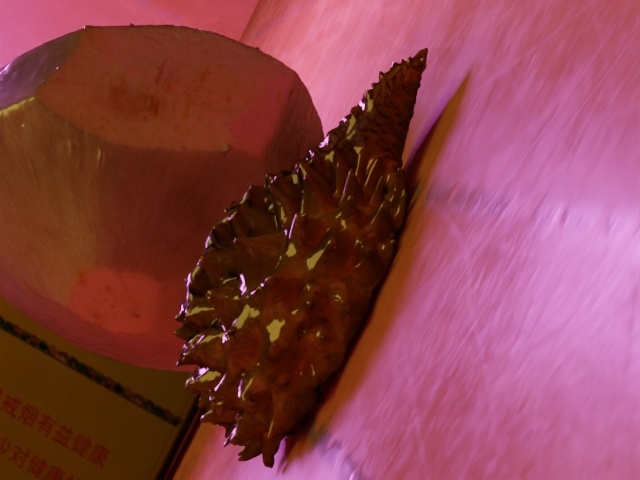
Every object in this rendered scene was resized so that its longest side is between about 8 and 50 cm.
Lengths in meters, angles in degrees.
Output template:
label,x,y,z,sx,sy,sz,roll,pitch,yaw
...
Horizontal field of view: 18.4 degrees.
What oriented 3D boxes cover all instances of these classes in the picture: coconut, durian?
label,x,y,z,sx,sy,sz,roll,pitch,yaw
coconut,-0.109,-0.023,1.193,0.237,0.237,0.197,-75,8,-55
durian,-0.011,-0.004,0.970,0.140,0.078,0.224,150,144,-77

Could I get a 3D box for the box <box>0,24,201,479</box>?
label,x,y,z,sx,sy,sz,roll,pitch,yaw
box,-0.149,0.040,1.362,0.335,0.187,0.047,-63,-10,10
